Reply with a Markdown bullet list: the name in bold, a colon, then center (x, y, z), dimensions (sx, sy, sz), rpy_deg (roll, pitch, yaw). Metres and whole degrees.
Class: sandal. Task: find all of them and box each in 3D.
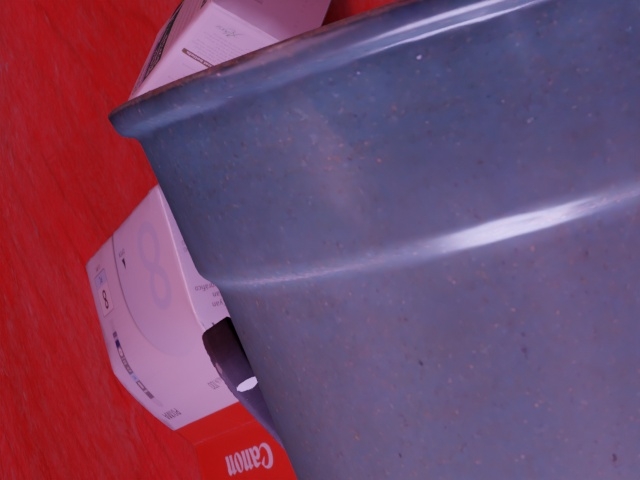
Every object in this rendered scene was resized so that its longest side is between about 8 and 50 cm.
- **sandal**: center (-0.011, 0.143, 0.929), dimensions (0.097, 0.054, 0.254), rpy_deg (57, -179, 40)

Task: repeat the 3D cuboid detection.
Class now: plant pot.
- **plant pot**: center (0.112, 0.051, 0.545), dimensions (0.341, 0.341, 0.334), rpy_deg (-5, 103, 61)

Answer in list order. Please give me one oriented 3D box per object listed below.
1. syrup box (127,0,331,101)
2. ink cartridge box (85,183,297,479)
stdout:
- **syrup box**: center (-0.084, -0.170, 0.990), dimensions (0.237, 0.096, 0.093), rpy_deg (-29, 37, 59)
- **ink cartridge box**: center (-0.140, 0.156, 1.236), dimensions (0.308, 0.091, 0.385), rpy_deg (-34, 69, 59)
